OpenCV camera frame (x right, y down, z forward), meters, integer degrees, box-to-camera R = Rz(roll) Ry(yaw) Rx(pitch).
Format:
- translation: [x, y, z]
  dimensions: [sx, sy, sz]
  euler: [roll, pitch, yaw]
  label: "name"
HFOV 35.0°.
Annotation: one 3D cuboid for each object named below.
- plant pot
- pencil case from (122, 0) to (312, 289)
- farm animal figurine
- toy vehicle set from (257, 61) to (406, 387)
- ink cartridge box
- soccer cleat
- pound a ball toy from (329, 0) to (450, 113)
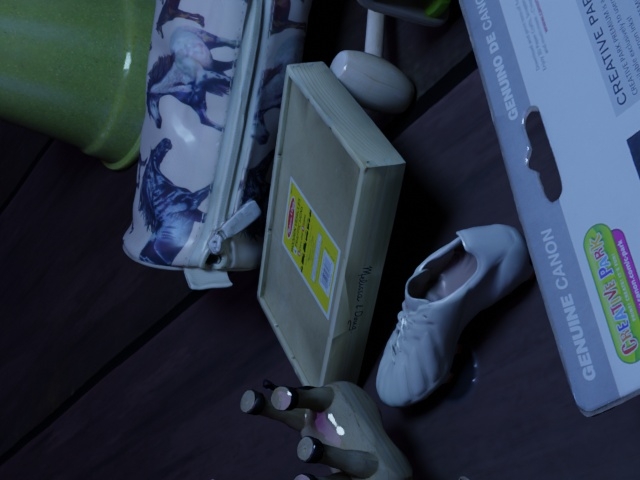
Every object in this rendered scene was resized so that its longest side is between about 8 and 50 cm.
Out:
- translation: [-0.378, -0.254, 1.416]
  dimensions: [0.276, 0.254, 0.276]
  euler: [-20, 66, 54]
  label: "plant pot"
- translation: [-0.090, -0.162, 0.992]
  dimensions: [0.183, 0.160, 0.410]
  euler: [34, 118, 53]
  label: "pencil case"
- translation: [0.050, 0.278, 0.715]
  dimensions: [0.327, 0.172, 0.330]
  euler: [6, 80, 46]
  label: "farm animal figurine"
- translation: [0.000, 0.000, 0.889]
  dimensions: [0.166, 0.035, 0.266]
  euler: [-122, 32, -45]
  label: "toy vehicle set"
- translation: [0.231, -0.089, 0.533]
  dimensions: [0.272, 0.130, 0.309]
  euler: [-39, 50, 45]
  label: "ink cartridge box"
- translation: [0.085, 0.057, 0.779]
  dimensions: [0.196, 0.076, 0.068]
  euler: [-56, 40, 35]
  label: "soccer cleat"
- translation: [0.054, -0.296, 0.860]
  dimensions: [0.208, 0.136, 0.319]
  euler: [-32, 55, 50]
  label: "pound a ball toy"
